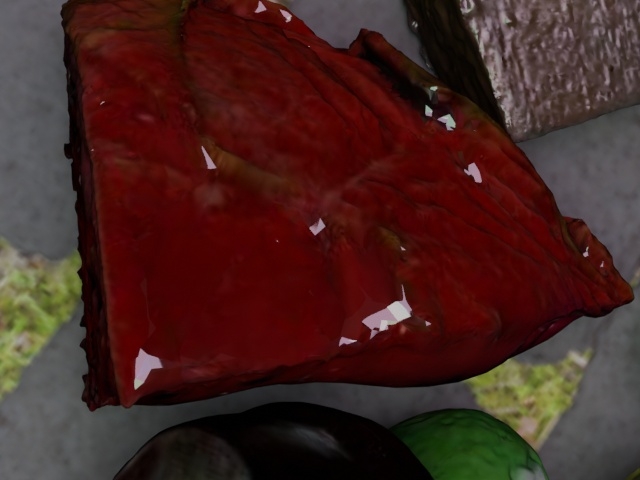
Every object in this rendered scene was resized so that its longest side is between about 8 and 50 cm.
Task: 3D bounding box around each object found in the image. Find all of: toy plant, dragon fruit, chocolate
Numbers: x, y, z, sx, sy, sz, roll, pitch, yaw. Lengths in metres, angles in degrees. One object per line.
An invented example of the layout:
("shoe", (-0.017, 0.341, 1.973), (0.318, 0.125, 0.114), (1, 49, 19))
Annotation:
("toy plant", (0.004, 0.166, 0.809), (0.175, 0.235, 0.218), (27, 87, 40))
("dragon fruit", (0.000, 0.000, 0.860), (0.330, 0.240, 0.302), (8, 51, -29))
("chocolate", (0.216, -0.144, 0.923), (0.321, 0.112, 0.112), (-19, 93, -11))

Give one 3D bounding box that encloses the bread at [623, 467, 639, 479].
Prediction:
("bread", (0.240, 0.245, 0.782), (0.321, 0.237, 0.320), (0, 97, -4))
